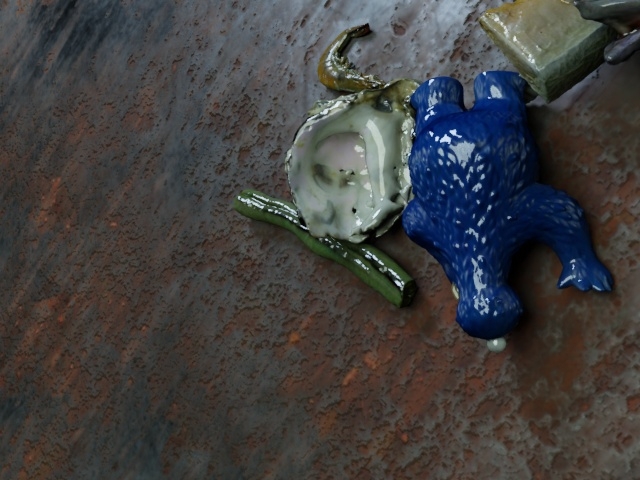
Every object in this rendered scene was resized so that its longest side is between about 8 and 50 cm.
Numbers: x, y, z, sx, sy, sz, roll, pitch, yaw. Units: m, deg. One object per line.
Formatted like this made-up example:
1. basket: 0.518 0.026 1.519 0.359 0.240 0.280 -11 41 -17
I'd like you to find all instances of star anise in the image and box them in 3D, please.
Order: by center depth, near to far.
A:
1. star anise: 0.299 -0.199 0.739 0.204 0.061 0.181 31 89 3

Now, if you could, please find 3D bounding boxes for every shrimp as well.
1. shrimp: 0.043 -0.202 0.988 0.114 0.023 0.083 27 93 42

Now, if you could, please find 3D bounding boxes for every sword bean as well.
1. sword bean: 0.000 0.000 0.964 0.269 0.038 0.043 29 72 38

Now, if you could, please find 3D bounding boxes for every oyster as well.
1. oyster: 0.047 -0.089 0.934 0.191 0.081 0.163 -40 75 6

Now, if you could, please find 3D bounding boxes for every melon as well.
1. melon: 0.245 -0.212 0.800 0.182 0.054 0.098 -33 70 -1

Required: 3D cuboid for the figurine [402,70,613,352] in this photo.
1. figurine: 0.143 -0.034 0.810 0.164 0.120 0.262 -25 67 26
